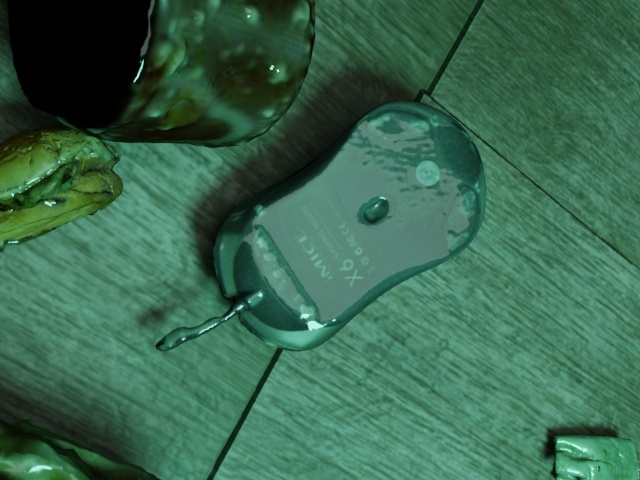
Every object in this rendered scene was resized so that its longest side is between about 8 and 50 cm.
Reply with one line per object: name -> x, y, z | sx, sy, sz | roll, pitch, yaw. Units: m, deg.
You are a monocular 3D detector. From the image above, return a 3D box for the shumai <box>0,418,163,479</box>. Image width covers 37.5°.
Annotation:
shumai -> -0.248, 0.252, 0.621 | 0.395, 0.395, 0.348 | -39, 104, -23

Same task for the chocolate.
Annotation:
chocolate -> -0.118, -0.224, 0.797 | 0.210, 0.225, 0.340 | 9, 62, -42

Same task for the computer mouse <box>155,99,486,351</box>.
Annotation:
computer mouse -> 0.000, 0.000, 0.913 | 0.379, 0.090, 0.167 | -32, 94, -18

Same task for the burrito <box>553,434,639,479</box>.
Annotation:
burrito -> 0.306, 0.255, 1.059 | 0.118, 0.044, 0.074 | 12, 84, -28

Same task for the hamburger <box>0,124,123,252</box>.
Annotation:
hamburger -> -0.242, -0.055, 0.792 | 0.176, 0.102, 0.087 | -22, 83, -26
